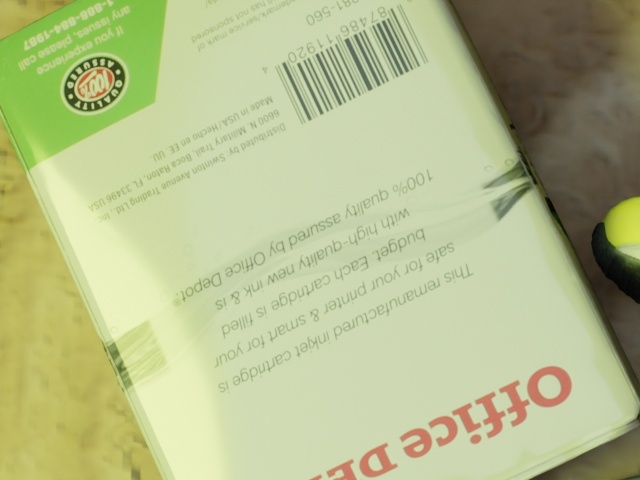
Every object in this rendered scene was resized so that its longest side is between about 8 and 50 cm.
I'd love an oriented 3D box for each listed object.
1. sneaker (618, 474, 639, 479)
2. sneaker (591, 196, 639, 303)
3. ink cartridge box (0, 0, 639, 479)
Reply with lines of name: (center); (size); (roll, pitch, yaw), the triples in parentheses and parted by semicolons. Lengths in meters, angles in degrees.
sneaker: (0.021, 0.177, 0.640); (0.295, 0.178, 0.124); (-38, 79, 5)
sneaker: (0.197, -0.018, 0.683); (0.208, 0.081, 0.094); (-3, 77, 4)
ink cartridge box: (0.000, 0.000, 0.706); (0.160, 0.092, 0.219); (-26, 80, 8)
